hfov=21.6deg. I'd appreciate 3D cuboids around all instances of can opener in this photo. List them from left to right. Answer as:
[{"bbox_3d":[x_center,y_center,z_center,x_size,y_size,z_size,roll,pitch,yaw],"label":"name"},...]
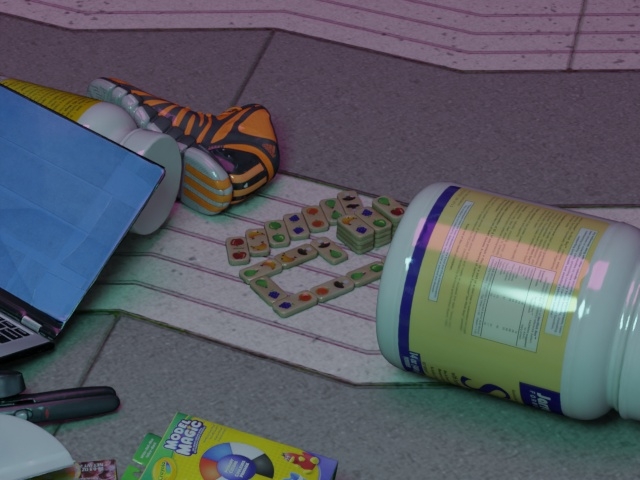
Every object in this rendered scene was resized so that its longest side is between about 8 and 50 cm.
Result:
[{"bbox_3d":[-0.332,0.196,1.997,0.186,0.073,0.059,1,26,-13],"label":"can opener"}]

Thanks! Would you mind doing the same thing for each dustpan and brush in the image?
[{"bbox_3d":[-0.373,0.225,1.854,0.147,0.060,0.211,-14,37,-25],"label":"dustpan and brush"}]

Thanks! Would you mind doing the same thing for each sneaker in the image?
[{"bbox_3d":[-0.190,-0.156,2.457,0.321,0.125,0.180,37,45,27],"label":"sneaker"}]

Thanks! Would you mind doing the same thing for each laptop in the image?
[{"bbox_3d":[-0.483,-0.036,2.095,0.382,0.236,0.408,27,21,24],"label":"laptop"}]

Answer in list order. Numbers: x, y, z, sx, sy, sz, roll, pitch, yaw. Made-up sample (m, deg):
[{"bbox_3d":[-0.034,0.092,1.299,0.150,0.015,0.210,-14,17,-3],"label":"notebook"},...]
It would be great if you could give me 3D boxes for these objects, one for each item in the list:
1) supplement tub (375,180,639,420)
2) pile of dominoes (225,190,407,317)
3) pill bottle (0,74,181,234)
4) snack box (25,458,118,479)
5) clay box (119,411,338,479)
[{"bbox_3d":[0.257,0.076,1.996,0.331,0.241,0.241,15,38,21],"label":"supplement tub"},{"bbox_3d":[0.000,0.000,2.282,0.251,0.040,0.196,-22,40,-28],"label":"pile of dominoes"},{"bbox_3d":[-0.371,-0.115,2.323,0.334,0.188,0.188,15,38,21],"label":"pill bottle"},{"bbox_3d":[-0.300,0.331,1.790,0.174,0.070,0.207,-5,36,-6],"label":"snack box"},{"bbox_3d":[-0.105,0.263,1.820,0.222,0.053,0.127,16,36,8],"label":"clay box"}]
